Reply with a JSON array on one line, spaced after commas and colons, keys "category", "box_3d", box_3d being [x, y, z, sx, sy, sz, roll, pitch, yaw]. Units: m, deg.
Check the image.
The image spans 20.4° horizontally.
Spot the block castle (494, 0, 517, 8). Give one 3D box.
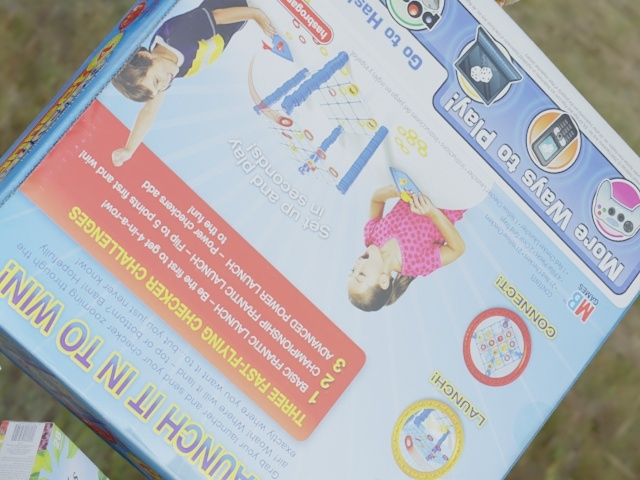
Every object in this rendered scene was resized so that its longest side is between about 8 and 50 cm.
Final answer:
[{"category": "block castle", "box_3d": [0.014, -0.185, 1.566, 0.303, 0.453, 0.213, 18, -29, 8]}]

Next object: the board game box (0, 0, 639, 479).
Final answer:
[{"category": "board game box", "box_3d": [0.000, 0.000, 0.941, 0.308, 0.302, 0.086, 44, -16, -19]}]

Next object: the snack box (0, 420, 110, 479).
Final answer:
[{"category": "snack box", "box_3d": [-0.293, 0.316, 1.846, 0.174, 0.070, 0.207, 60, 35, -52]}]
